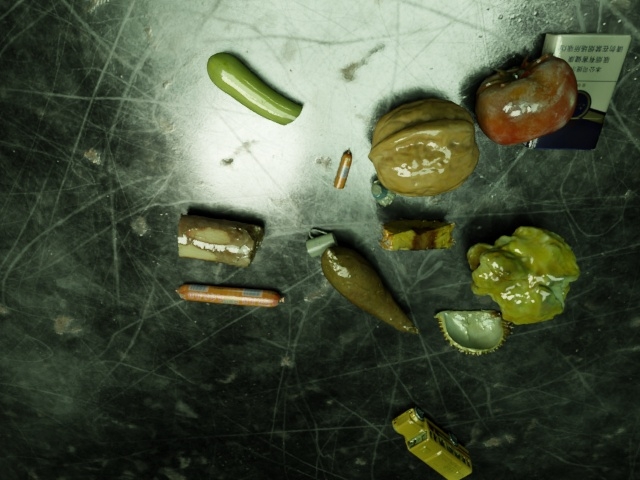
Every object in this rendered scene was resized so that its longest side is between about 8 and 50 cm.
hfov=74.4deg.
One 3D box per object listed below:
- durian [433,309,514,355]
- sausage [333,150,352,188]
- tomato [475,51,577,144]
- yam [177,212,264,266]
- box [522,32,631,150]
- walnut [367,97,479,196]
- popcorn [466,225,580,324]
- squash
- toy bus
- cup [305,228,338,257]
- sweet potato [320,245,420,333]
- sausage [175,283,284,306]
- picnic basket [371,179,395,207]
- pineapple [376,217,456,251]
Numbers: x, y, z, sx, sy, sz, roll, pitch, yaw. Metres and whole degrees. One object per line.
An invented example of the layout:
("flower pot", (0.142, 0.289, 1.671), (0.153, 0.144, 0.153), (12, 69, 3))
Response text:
("durian", (0.489, 0.289, 1.330), (0.252, 0.144, 0.139), (-3, 97, 11))
("sausage", (0.064, -0.190, 1.132), (0.031, 0.031, 0.107), (15, 118, -5))
("tomato", (0.445, -0.302, 0.934), (0.214, 0.155, 0.181), (-15, 110, 38))
("yam", (-0.290, 0.003, 1.209), (0.238, 0.129, 0.128), (9, 84, -2))
("box", (0.589, -0.344, 0.992), (0.168, 0.071, 0.259), (1, 118, 3))
("walnut", (0.240, -0.217, 1.000), (0.257, 0.257, 0.225), (-8, 85, 8))
("popcorn", (0.543, 0.097, 1.150), (0.276, 0.225, 0.277), (-2, 76, 10))
("squash", (-0.162, -0.362, 1.026), (0.250, 0.083, 0.083), (32, 116, -16))
("toy bus", (0.418, 0.764, 1.577), (0.335, 0.123, 0.121), (41, 113, -18))
("cup", (0.002, 0.003, 1.237), (0.083, 0.075, 0.054), (-21, 152, 10))
("sweet potato", (0.142, 0.151, 1.255), (0.130, 0.130, 0.422), (-35, 117, 20))
("sausage", (-0.288, 0.175, 1.339), (0.347, 0.053, 0.053), (4, 119, 1))
("picnic basket", (0.170, -0.127, 1.147), (0.083, 0.083, 0.065), (5, 131, -52))
("pineapple", (0.247, -0.018, 1.162), (0.233, 0.135, 0.080), (-3, 99, -25))
